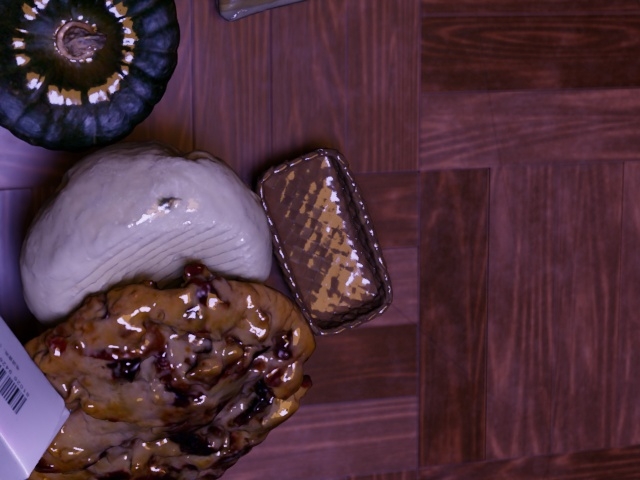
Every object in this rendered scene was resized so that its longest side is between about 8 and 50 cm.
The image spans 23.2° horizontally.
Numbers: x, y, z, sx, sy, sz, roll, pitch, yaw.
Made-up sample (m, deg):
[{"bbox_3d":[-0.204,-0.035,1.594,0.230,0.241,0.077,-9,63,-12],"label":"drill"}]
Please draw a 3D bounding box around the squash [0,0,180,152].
[{"bbox_3d":[-0.236,-0.190,1.456,0.218,0.172,0.218,2,102,10],"label":"squash"}]

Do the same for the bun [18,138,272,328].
[{"bbox_3d":[-0.170,0.000,1.494,0.259,0.160,0.259,-12,144,-9],"label":"bun"}]

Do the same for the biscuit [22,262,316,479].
[{"bbox_3d":[-0.158,0.155,1.499,0.334,0.081,0.289,-39,134,26],"label":"biscuit"}]

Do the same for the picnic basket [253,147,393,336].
[{"bbox_3d":[0.000,0.000,1.631,0.110,0.055,0.193,-23,106,-13],"label":"picnic basket"}]

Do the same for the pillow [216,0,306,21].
[{"bbox_3d":[-0.023,-0.344,1.568,0.208,0.052,0.212,-15,102,-12],"label":"pillow"}]

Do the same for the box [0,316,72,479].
[{"bbox_3d":[-0.407,0.156,1.409,0.299,0.106,0.200,-25,110,25],"label":"box"}]
